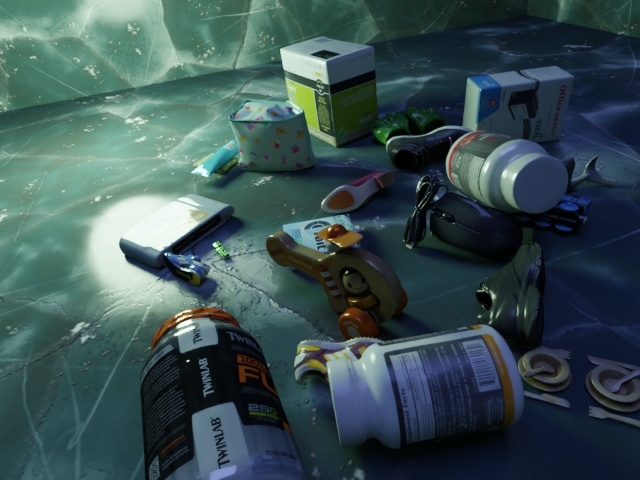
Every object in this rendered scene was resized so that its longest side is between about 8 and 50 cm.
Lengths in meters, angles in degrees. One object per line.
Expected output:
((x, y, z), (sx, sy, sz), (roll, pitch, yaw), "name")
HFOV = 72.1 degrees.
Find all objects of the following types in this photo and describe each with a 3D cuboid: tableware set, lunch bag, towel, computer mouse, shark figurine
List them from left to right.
((-0.388, -0.290, 1.642), (0.148, 0.027, 0.110), (12, 40, 26), "towel")
((-0.153, -0.359, 1.525), (0.262, 0.223, 0.160), (6, 46, 18), "lunch bag")
((0.338, -0.032, 1.045), (0.272, 0.188, 0.072), (21, 17, 19), "computer mouse")
((0.687, -0.140, 1.199), (0.278, 0.166, 0.116), (-4, 56, -40), "shark figurine")
((0.447, 0.232, 0.756), (0.194, 0.039, 0.128), (10, 39, 23), "tableware set")

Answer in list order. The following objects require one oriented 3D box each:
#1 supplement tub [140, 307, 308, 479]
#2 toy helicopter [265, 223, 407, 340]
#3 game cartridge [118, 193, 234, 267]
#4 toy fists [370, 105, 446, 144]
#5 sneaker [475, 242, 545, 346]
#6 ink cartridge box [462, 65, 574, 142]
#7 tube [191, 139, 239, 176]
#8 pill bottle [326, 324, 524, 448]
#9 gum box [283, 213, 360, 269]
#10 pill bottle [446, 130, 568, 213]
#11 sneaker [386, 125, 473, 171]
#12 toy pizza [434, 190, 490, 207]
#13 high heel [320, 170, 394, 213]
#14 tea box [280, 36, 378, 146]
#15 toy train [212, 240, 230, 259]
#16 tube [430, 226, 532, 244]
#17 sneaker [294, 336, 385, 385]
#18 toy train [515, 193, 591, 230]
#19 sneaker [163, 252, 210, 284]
((-0.163, 0.271, 0.674), (0.207, 0.207, 0.338), (-18, 38, -14), "supplement tub")
((0.011, 0.049, 0.923), (0.355, 0.235, 0.140), (22, 46, 35), "toy helicopter")
((-0.423, -0.040, 1.285), (0.198, 0.062, 0.297), (20, 44, 27), "game cartridge")
((0.325, -0.437, 1.654), (0.279, 0.096, 0.142), (-19, 36, -13), "toy fists")
((0.394, 0.093, 0.910), (0.130, 0.109, 0.286), (-2, 29, 31), "sneaker")
((0.659, -0.445, 1.491), (0.307, 0.223, 0.129), (-8, 36, 0), "ink cartridge box")
((-0.366, -0.290, 1.575), (0.080, 0.052, 0.207), (10, 43, 31), "tube")
((0.157, 0.236, 0.703), (0.278, 0.162, 0.162), (-10, 36, -2), "pill bottle")
((0.000, 0.000, 1.157), (0.184, 0.041, 0.157), (-9, 35, -3), "gum box")
((0.455, -0.171, 1.097), (0.176, 0.176, 0.318), (-11, 21, -4), "pill bottle")
((0.365, -0.293, 1.449), (0.295, 0.104, 0.147), (-6, 37, 13), "sneaker")
((0.406, -0.093, 1.189), (0.201, 0.032, 0.201), (6, 22, -2), "toy pizza")
((0.103, -0.146, 1.335), (0.244, 0.082, 0.117), (-32, 8, -9), "high heel")
((0.037, -0.587, 1.717), (0.220, 0.323, 0.329), (-26, 40, -22), "tea box")
((-0.269, 0.028, 1.191), (0.023, 0.017, 0.083), (-33, 42, -16), "toy train")
((0.402, -0.019, 1.102), (0.240, 0.070, 0.062), (9, -6, 17), "tube")
((0.043, 0.233, 0.817), (0.185, 0.069, 0.084), (-6, 44, 12), "sneaker")
((0.591, -0.082, 1.134), (0.184, 0.080, 0.105), (20, 35, 36), "toy train")
((-0.344, 0.064, 1.127), (0.144, 0.053, 0.059), (24, 47, 25), "sneaker")
